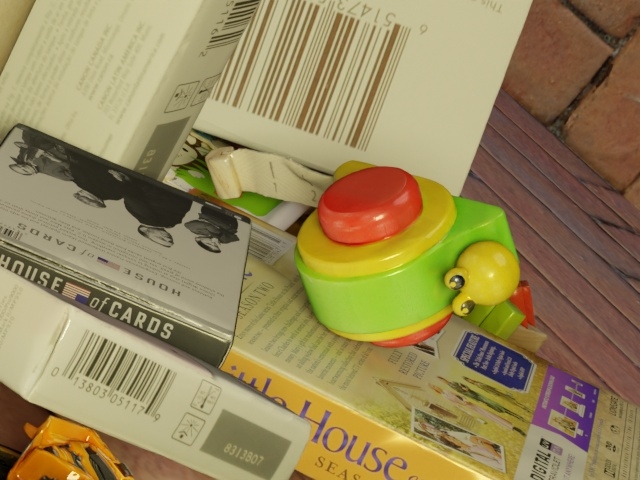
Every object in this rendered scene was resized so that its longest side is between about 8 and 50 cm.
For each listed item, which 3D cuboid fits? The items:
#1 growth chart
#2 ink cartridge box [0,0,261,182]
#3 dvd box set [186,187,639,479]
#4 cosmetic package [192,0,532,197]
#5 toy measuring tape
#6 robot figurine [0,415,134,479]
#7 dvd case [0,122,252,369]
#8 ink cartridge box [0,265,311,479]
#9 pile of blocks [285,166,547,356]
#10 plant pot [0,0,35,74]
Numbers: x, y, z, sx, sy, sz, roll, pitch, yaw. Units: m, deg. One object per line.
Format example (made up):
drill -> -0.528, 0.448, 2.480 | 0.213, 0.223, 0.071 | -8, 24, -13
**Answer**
growth chart -> -0.118, -0.065, 1.506 | 0.237, 0.021, 0.172 | 24, 26, 0
ink cartridge box -> -0.221, -0.232, 1.332 | 0.385, 0.308, 0.091 | 42, 32, 18
dvd box set -> 0.048, 0.102, 1.267 | 0.420, 0.062, 0.307 | 26, 14, 5
cosmetic package -> -0.012, -0.259, 1.639 | 0.329, 0.327, 0.393 | 17, 10, -13
toy measuring tape -> 0.000, 0.000, 1.262 | 0.121, 0.121, 0.330 | 22, -4, -44
robot figurine -> -0.159, 0.140, 0.809 | 0.211, 0.085, 0.291 | 46, 18, 28
dvd case -> -0.133, -0.003, 1.165 | 0.179, 0.029, 0.238 | 23, 17, -6
ink cartridge box -> -0.141, 0.052, 1.009 | 0.189, 0.066, 0.232 | 30, 1, -44
pile of blocks -> 0.080, 0.026, 1.629 | 0.362, 0.112, 0.149 | 29, 17, -25
plant pot -> -0.288, -0.213, 1.149 | 0.334, 0.305, 0.334 | 34, 16, -11
